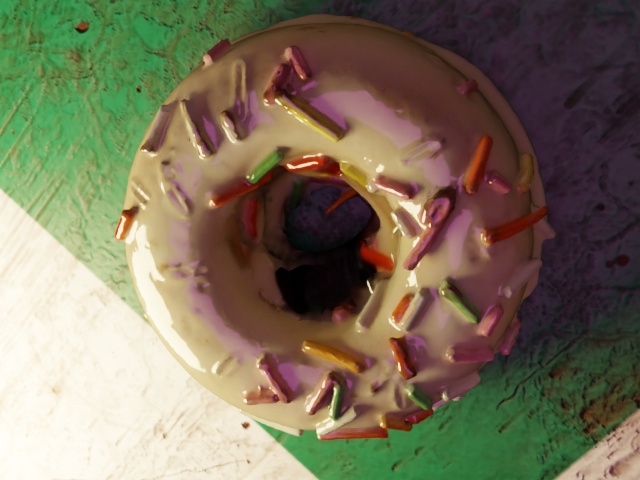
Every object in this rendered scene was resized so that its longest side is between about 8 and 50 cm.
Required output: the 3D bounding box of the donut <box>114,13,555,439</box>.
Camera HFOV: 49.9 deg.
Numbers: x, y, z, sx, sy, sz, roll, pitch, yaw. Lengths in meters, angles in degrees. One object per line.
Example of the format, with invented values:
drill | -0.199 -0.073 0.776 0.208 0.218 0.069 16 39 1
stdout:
donut | 0.000 0.000 0.589 0.383 0.142 0.382 3 104 13
